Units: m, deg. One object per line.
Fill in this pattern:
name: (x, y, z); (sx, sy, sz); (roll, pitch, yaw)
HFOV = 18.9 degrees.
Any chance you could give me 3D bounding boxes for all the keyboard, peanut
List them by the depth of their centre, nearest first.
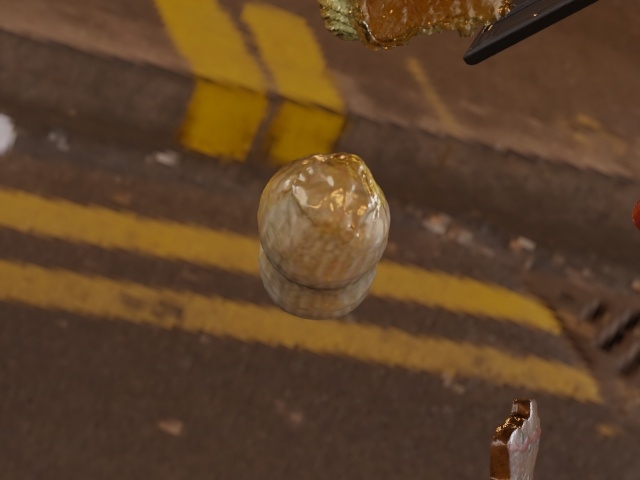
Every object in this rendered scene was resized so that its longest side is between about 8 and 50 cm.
peanut: (0.000, 0.000, 1.268); (0.087, 0.087, 0.206); (25, -17, 5)
keyboard: (0.171, -0.181, 1.322); (0.041, 0.381, 0.103); (55, 43, -20)

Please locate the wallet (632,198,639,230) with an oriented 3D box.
wallet: (0.253, -0.044, 0.995); (0.142, 0.045, 0.204); (-7, -12, -6)

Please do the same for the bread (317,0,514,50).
bread: (0.051, -0.189, 1.155); (0.128, 0.140, 0.069); (-20, 28, -22)

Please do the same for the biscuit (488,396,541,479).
biscuit: (0.137, 0.176, 1.373); (0.019, 0.130, 0.119); (12, 3, 18)
